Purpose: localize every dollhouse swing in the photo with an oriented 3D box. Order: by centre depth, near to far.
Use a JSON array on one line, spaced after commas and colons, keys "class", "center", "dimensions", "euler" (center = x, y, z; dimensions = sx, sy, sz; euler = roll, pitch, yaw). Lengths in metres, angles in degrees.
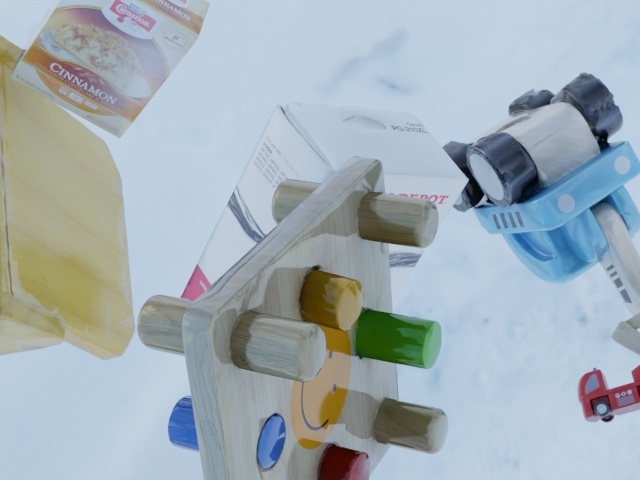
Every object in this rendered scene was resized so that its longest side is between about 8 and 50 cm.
[{"class": "dollhouse swing", "center": [-0.411, -0.011, 1.573], "dimensions": [0.305, 0.315, 0.347], "euler": [75, -174, -68]}]

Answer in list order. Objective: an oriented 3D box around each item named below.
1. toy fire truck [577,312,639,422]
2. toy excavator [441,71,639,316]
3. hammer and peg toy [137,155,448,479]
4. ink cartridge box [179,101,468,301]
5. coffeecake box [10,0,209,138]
[{"class": "toy fire truck", "center": [0.413, 0.146, 1.715], "dimensions": [0.192, 0.047, 0.135], "euler": [-18, 67, 15]}, {"class": "toy excavator", "center": [0.415, -0.005, 1.992], "dimensions": [0.445, 0.222, 0.433], "euler": [58, 165, -9]}, {"class": "hammer and peg toy", "center": [-0.006, 0.152, 0.970], "dimensions": [0.127, 0.266, 0.361], "euler": [9, 120, 26]}, {"class": "ink cartridge box", "center": [0.000, 0.000, 1.236], "dimensions": [0.100, 0.172, 0.237], "euler": [52, 126, 35]}, {"class": "coffeecake box", "center": [-0.231, -0.219, 1.470], "dimensions": [0.185, 0.142, 0.068], "euler": [-44, 24, 40]}]
